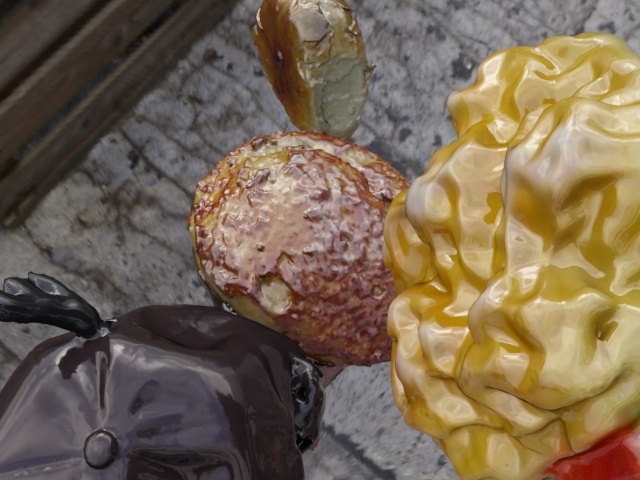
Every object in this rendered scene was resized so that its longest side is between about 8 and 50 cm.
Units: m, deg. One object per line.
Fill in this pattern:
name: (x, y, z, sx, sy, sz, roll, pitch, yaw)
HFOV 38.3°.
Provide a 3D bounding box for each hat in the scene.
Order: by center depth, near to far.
hat: (-0.174, 0.156, 0.611, 0.336, 0.209, 0.238, -20, 67, 15)

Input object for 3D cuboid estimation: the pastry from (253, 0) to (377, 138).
pastry: (-0.010, -0.235, 1.198, 0.100, 0.229, 0.218, -17, 77, -19)

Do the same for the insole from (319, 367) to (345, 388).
insole: (-0.006, 0.151, 0.935, 0.012, 0.110, 0.309, 38, 65, 20)

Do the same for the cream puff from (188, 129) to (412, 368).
cream puff: (0.000, -0.001, 0.802, 0.240, 0.164, 0.240, 14, 43, -13)

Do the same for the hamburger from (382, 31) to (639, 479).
hamburger: (0.110, 0.011, 0.429, 0.149, 0.237, 0.237, 10, 74, -15)
